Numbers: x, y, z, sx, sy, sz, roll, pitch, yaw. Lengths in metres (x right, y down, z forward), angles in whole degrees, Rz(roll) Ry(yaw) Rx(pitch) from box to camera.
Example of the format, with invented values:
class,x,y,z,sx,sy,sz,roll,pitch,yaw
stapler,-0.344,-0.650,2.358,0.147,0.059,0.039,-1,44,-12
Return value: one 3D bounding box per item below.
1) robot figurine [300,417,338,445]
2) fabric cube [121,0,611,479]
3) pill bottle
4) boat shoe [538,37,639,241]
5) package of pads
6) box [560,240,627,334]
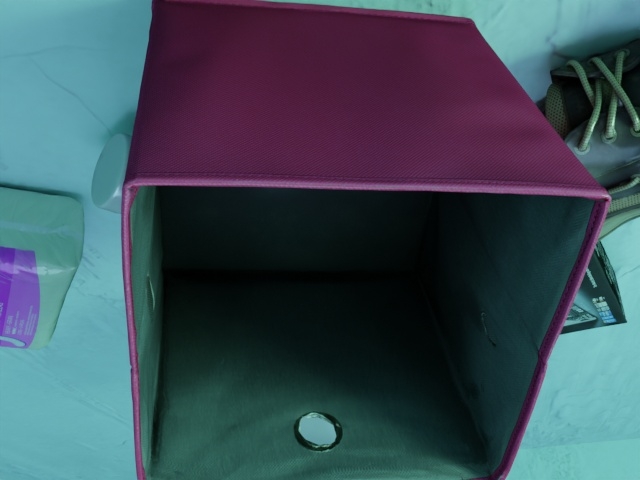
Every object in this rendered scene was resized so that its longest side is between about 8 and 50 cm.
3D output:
class,x,y,z,sx,sy,sz,roll,pitch,yaw
robot figurine,-0.039,0.168,1.017,0.354,0.199,0.300,-6,151,26
fabric cube,0.000,0.000,0.558,0.254,0.258,0.259,0,126,-10
pill bottle,-0.119,-0.041,0.735,0.169,0.094,0.094,17,147,-35
boat shoe,0.246,-0.086,0.652,0.130,0.132,0.355,10,149,-24
package of pads,-0.417,0.025,0.826,0.297,0.101,0.229,9,149,-22
box,0.226,0.047,0.972,0.243,0.076,0.307,-15,151,22
